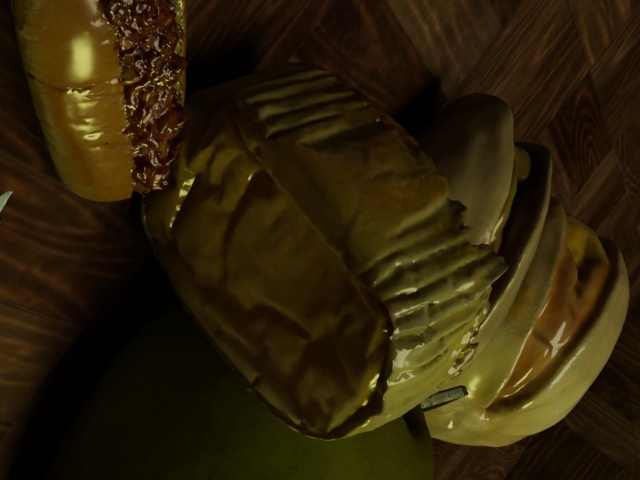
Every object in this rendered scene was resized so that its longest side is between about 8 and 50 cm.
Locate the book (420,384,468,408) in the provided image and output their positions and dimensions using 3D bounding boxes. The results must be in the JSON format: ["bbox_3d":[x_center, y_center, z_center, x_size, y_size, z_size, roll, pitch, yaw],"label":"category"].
[{"bbox_3d":[-0.007,0.191,1.445,0.228,0.018,0.322,-22,170,21],"label":"book"}]

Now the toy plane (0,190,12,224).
[{"bbox_3d":[-0.203,-0.013,0.832,0.083,0.031,0.078,-1,110,-69],"label":"toy plane"}]

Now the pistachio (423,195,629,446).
[{"bbox_3d":[0.215,0.101,1.717,0.309,0.230,0.230,-57,161,-3],"label":"pistachio"}]

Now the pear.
[{"bbox_3d":[-0.079,0.201,1.141,0.375,0.287,0.287,-40,161,5],"label":"pear"}]

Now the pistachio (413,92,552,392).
[{"bbox_3d":[0.091,0.014,1.354,0.299,0.187,0.187,-57,161,-5],"label":"pistachio"}]

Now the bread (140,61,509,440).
[{"bbox_3d":[0.000,0.000,0.988,0.133,0.250,0.179,-21,151,-47],"label":"bread"}]

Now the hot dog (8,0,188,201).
[{"bbox_3d":[-0.113,-0.097,0.823,0.102,0.076,0.249,-40,158,-24],"label":"hot dog"}]
